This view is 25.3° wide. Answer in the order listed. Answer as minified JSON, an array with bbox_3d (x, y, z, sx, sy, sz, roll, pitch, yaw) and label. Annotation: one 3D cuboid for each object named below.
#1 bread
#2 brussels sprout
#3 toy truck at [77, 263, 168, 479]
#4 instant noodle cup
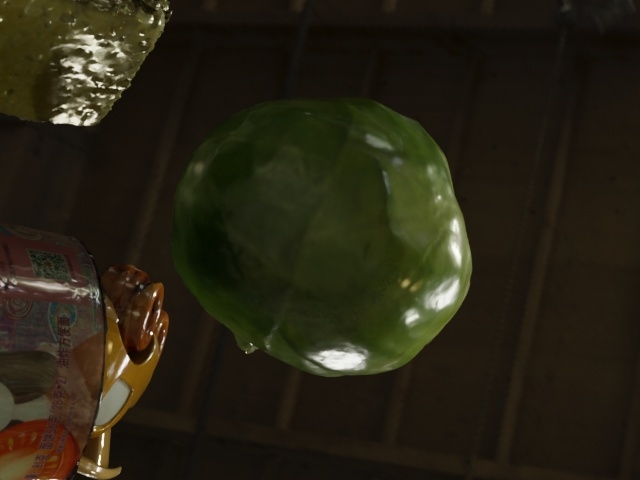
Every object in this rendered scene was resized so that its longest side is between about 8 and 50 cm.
[{"bbox_3d":[-0.208,-0.158,0.934,0.138,0.196,0.102,-47,-132,46],"label":"bread"},{"bbox_3d":[0.000,0.000,1.069,0.244,0.244,0.244,-8,-114,20],"label":"brussels sprout"},{"bbox_3d":[-0.278,0.127,1.490,0.204,0.288,0.211,16,-105,3],"label":"toy truck"},{"bbox_3d":[-0.292,0.076,0.983,0.243,0.231,0.243,-19,-113,55],"label":"instant noodle cup"}]
